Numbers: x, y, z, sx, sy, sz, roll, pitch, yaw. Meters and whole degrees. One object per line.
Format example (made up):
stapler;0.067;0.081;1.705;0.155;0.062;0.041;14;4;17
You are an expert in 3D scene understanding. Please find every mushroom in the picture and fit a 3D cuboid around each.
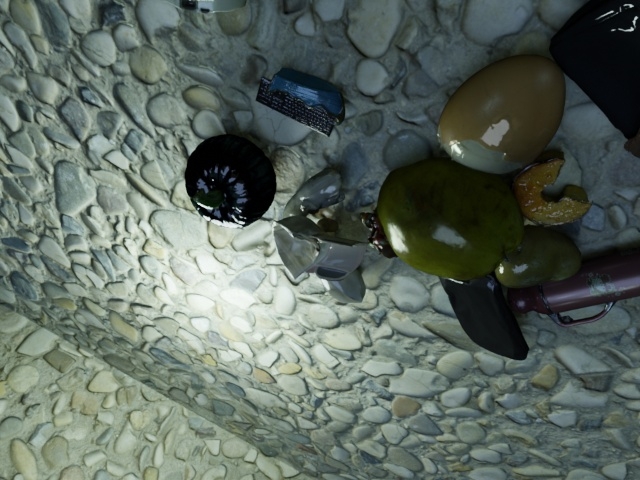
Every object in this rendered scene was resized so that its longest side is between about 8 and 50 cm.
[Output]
mushroom;-0.028;-0.101;1.283;0.278;0.096;0.099;-37;63;42
mushroom;0.036;0.060;1.382;0.118;0.103;0.270;-11;117;32

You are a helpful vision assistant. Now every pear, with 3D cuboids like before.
pear;0.279;-0.052;1.072;0.321;0.269;0.269;35;138;24

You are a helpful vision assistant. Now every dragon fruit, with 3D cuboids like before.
dragon fruit;0.182;-0.028;1.241;0.138;0.142;0.175;-44;82;3

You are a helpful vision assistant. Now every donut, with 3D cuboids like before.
donut;0.488;-0.111;1.055;0.146;0.078;0.181;-26;121;39

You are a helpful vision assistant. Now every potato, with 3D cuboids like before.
potato;0.500;0.039;1.116;0.193;0.157;0.157;3;130;4

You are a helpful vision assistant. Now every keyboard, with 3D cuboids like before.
keyboard;-0.058;-0.317;1.162;0.202;0.011;0.067;27;133;0

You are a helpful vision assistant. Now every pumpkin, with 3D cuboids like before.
pumpkin;-0.246;-0.136;1.237;0.247;0.248;0.248;12;132;14

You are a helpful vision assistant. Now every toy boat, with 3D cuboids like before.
toy boat;-0.028;-0.323;1.098;0.185;0.075;0.077;19;131;2

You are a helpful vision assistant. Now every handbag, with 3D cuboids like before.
handbag;0.574;-0.314;0.795;0.301;0.178;0.275;38;176;-12
handbag;0.432;0.182;1.292;0.191;0.075;0.332;15;142;55

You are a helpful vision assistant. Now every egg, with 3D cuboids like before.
egg;0.347;-0.238;0.923;0.201;0.201;0.244;35;123;-7

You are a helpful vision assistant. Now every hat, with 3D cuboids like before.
hat;0.000;0.000;1.260;0.225;0.164;0.220;-12;150;-14

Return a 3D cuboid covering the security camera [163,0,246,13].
security camera;-0.222;-0.571;0.904;0.194;0.195;0.236;19;128;8

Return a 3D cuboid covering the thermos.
thermos;0.620;0.119;1.164;0.330;0.110;0.136;-21;118;36

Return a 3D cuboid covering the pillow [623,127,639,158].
pillow;0.591;-0.175;0.798;0.135;0.034;0.211;31;173;26
